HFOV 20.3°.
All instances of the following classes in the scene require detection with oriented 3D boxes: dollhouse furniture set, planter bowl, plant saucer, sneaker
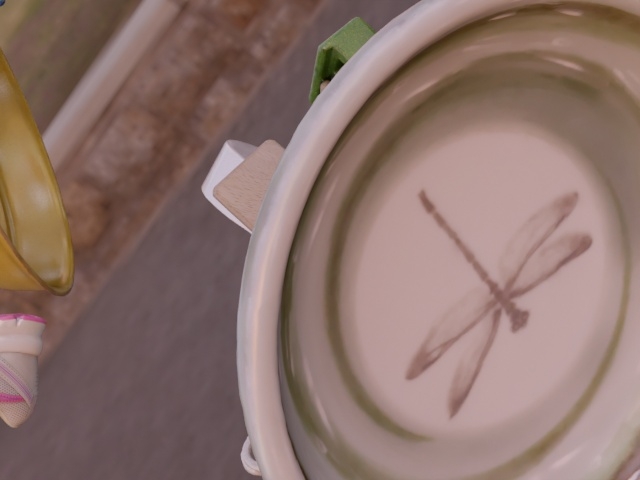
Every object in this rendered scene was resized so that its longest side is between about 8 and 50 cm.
[{"bbox_3d":[0.000,0.000,1.404,0.197,0.151,0.301,-44,-12,-19],"label":"dollhouse furniture set"},{"bbox_3d":[-0.227,-0.053,1.030,0.090,0.217,0.217,-21,19,5],"label":"planter bowl"},{"bbox_3d":[0.109,0.028,1.078,0.400,0.400,0.100,-57,34,-7],"label":"plant saucer"},{"bbox_3d":[-0.359,0.133,1.551,0.103,0.252,0.111,174,88,-83],"label":"sneaker"}]

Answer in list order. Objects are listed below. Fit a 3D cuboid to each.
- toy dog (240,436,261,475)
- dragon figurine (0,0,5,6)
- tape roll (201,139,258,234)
[{"bbox_3d":[0.100,0.189,1.708,0.220,0.161,0.334,16,48,38],"label":"toy dog"},{"bbox_3d":[-0.437,-0.290,1.716,0.085,0.289,0.144,-47,-31,-45],"label":"dragon figurine"},{"bbox_3d":[0.036,-0.004,2.191,0.072,0.392,0.392,-62,13,7],"label":"tape roll"}]
